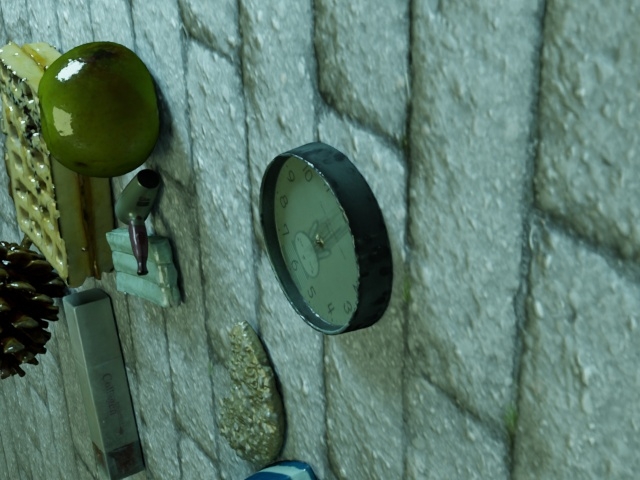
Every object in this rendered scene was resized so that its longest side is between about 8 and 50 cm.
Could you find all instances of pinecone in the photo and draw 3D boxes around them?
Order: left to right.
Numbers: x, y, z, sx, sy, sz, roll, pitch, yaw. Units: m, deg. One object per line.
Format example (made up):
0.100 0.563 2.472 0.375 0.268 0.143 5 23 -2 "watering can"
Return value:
-0.650 0.134 2.203 0.244 0.244 0.309 144 132 -61 "pinecone"

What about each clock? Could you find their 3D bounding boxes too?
0.000 0.000 1.173 0.215 0.042 0.214 37 136 48 "clock"

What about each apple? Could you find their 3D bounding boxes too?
-0.318 -0.182 1.525 0.196 0.157 0.196 167 90 -70 "apple"

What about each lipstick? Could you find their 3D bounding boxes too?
-0.415 0.278 2.051 0.080 0.076 0.371 25 127 57 "lipstick"

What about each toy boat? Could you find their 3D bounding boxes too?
-0.080 0.372 1.512 0.299 0.062 0.096 -37 74 61 "toy boat"

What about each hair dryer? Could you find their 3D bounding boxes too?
-0.268 -0.019 1.604 0.106 0.054 0.154 -43 50 55 "hair dryer"

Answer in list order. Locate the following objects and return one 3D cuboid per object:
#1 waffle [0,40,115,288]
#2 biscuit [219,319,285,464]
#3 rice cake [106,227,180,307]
-0.456 -0.130 1.848 0.261 0.114 0.376 44 141 44 "waffle"
-0.093 0.236 1.490 0.133 0.032 0.250 49 144 35 "biscuit"
-0.280 0.043 1.709 0.211 0.038 0.124 19 121 56 "rice cake"
